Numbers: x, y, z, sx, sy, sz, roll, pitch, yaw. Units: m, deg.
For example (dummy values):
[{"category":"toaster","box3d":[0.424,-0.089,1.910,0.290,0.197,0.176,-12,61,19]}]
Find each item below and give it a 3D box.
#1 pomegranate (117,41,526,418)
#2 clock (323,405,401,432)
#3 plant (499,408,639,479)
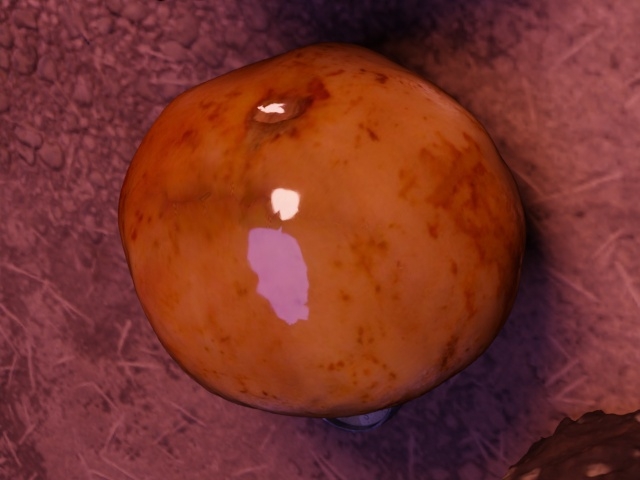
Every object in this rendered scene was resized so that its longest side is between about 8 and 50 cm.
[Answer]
[{"category":"pomegranate","box3d":[0.000,0.000,1.023,0.248,0.248,0.248,16,121,28]},{"category":"clock","box3d":[0.020,0.095,1.191,0.085,0.017,0.085,16,121,28]},{"category":"plant","box3d":[0.166,0.218,1.022,0.204,0.234,0.178,-3,117,30]}]
